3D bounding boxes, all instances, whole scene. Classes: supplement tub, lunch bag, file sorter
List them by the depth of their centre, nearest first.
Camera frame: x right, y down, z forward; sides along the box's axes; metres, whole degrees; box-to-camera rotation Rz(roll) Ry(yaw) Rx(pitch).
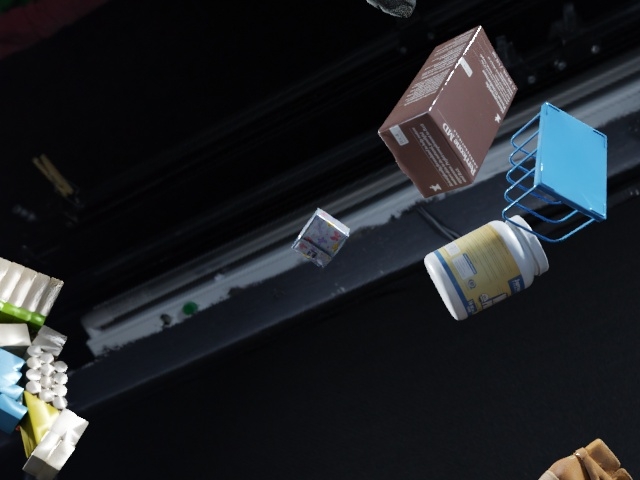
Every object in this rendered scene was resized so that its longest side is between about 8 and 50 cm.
[{"bbox_3d":[0.358,-0.099,0.967,0.118,0.104,0.170,25,-124,-11],"label":"file sorter"},{"bbox_3d":[0.000,0.000,1.075,0.071,0.053,0.083,35,-70,-7],"label":"lunch bag"},{"bbox_3d":[0.320,0.051,1.217,0.199,0.144,0.144,-28,-124,5],"label":"supplement tub"}]

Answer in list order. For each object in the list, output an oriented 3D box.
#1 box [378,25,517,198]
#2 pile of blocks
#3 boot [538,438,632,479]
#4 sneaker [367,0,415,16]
[{"bbox_3d":[0.294,-0.293,1.394,0.143,0.191,0.381,-15,-147,46],"label":"box"},{"bbox_3d":[-0.451,0.198,0.922,0.112,0.149,0.362,-51,-132,30],"label":"pile of blocks"},{"bbox_3d":[0.421,0.419,0.959,0.152,0.073,0.197,-33,-81,-12],"label":"boot"},{"bbox_3d":[0.095,-0.489,1.055,0.106,0.101,0.267,-49,-124,42],"label":"sneaker"}]
